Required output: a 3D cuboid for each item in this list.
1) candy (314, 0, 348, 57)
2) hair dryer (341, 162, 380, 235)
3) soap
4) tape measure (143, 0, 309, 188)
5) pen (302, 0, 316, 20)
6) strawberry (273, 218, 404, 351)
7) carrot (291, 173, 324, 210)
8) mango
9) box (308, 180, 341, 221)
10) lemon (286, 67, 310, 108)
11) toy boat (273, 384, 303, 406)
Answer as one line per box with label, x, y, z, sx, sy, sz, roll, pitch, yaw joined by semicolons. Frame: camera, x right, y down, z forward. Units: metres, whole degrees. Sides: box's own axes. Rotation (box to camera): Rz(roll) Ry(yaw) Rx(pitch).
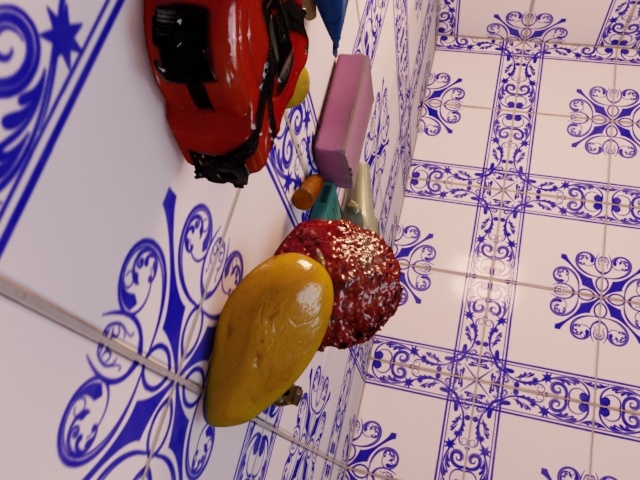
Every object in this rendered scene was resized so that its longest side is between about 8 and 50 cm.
candy;0.012;-0.472;0.946;0.331;0.077;0.187;54;42;-67
hair dryer;0.101;-0.110;1.566;0.298;0.119;0.295;83;10;-54
soap;0.059;-0.273;1.344;0.181;0.081;0.259;66;34;-68
tape measure;-0.098;-0.232;0.663;0.260;0.114;0.253;79;23;-54
pen;-0.039;-0.431;0.939;0.233;0.032;0.040;53;25;-70
strawberry;0.027;0.090;1.096;0.220;0.274;0.274;-135;-129;-76
carrot;-0.020;-0.111;1.215;0.139;0.048;0.048;-63;158;-59
mango;-0.081;0.147;0.911;0.176;0.119;0.316;35;77;-39
box;0.000;0.001;1.367;0.162;0.041;0.229;75;28;-60
lemon;-0.057;-0.243;0.892;0.111;0.082;0.082;3;96;-73
toy boat;-0.072;0.320;1.225;0.206;0.072;0.064;57;46;-69
